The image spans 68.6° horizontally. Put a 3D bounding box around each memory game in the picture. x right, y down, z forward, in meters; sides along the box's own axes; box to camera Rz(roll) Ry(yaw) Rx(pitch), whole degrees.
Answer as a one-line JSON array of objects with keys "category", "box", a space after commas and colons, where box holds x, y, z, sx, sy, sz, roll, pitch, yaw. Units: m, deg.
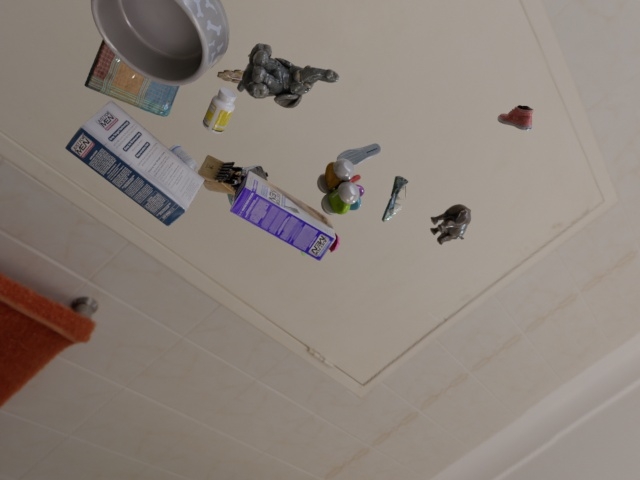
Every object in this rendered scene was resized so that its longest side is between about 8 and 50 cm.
[{"category": "memory game", "box": [-0.281, -0.588, 1.691, 0.186, 0.186, 0.012, 10, -80, 52]}]

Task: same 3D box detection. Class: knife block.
[{"category": "knife block", "box": [-0.359, -0.236, 1.887, 0.088, 0.242, 0.276, -63, 179, -14]}]

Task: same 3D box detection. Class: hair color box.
[{"category": "hair color box", "box": [-0.122, -0.084, 1.562, 0.110, 0.338, 0.185, -54, -162, 18]}, {"category": "hair color box", "box": [-0.527, -0.221, 1.370, 0.105, 0.347, 0.174, -33, -153, 31]}]

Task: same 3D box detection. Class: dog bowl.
[{"category": "dog bowl", "box": [-0.414, -0.552, 1.198, 0.348, 0.349, 0.102, -13, -133, 40]}]

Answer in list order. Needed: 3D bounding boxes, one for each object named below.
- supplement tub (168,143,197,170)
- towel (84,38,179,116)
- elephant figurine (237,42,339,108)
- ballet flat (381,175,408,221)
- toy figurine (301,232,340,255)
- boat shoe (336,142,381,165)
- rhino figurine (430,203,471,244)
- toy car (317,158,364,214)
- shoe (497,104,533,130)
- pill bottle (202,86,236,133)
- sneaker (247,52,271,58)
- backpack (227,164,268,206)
[{"category": "supplement tub", "box": [-0.535, -0.311, 1.810, 0.071, 0.107, 0.071, -44, 175, -5]}, {"category": "towel", "box": [-0.660, -0.629, 1.741, 0.040, 0.370, 0.272, 32, -78, 24]}, {"category": "elephant figurine", "box": [-0.100, -0.473, 1.401, 0.186, 0.239, 0.169, 60, -43, 46]}, {"category": "ballet flat", "box": [0.286, -0.152, 1.767, 0.070, 0.070, 0.189, 14, -96, 53]}, {"category": "toy figurine", "box": [0.000, 0.000, 1.954, 0.159, 0.173, 0.130, 2, -99, 16]}, {"category": "boat shoe", "box": [0.182, -0.405, 2.264, 0.226, 0.083, 0.076, -16, -179, -10]}, {"category": "rhino figurine", "box": [0.377, -0.035, 1.348, 0.106, 0.243, 0.073, -27, -110, 3]}, {"category": "toy car", "box": [0.081, -0.173, 1.553, 0.159, 0.136, 0.182, -32, -116, 52]}, {"category": "shoe", "box": [0.769, -0.495, 1.847, 0.063, 0.081, 0.178, -11, -150, -15]}, {"category": "pill bottle", "box": [-0.276, -0.358, 1.292, 0.116, 0.065, 0.065, -54, -153, 34]}, {"category": "sneaker", "box": [-0.185, -0.672, 1.817, 0.084, 0.234, 0.097, -14, -96, 34]}, {"category": "backpack", "box": [-0.362, -0.252, 2.328, 0.191, 0.225, 0.253, -12, -168, 10]}]
